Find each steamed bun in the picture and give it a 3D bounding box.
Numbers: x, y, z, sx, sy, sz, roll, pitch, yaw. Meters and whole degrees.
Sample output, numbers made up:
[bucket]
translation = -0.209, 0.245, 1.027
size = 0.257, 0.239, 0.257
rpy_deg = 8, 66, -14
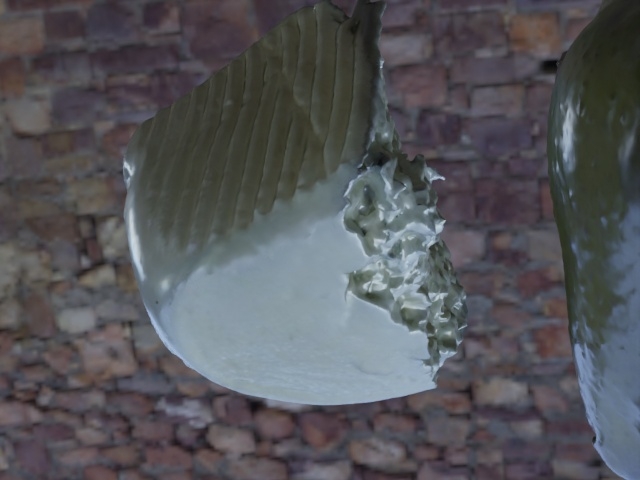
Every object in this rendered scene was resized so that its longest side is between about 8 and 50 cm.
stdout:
[steamed bun]
translation = 0.000, 0.000, 0.974
size = 0.273, 0.272, 0.290
rpy_deg = -29, -150, 14

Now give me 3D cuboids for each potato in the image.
[potato]
translation = 0.209, -0.043, 0.549
size = 0.202, 0.351, 0.218
rpy_deg = 7, -163, -31
